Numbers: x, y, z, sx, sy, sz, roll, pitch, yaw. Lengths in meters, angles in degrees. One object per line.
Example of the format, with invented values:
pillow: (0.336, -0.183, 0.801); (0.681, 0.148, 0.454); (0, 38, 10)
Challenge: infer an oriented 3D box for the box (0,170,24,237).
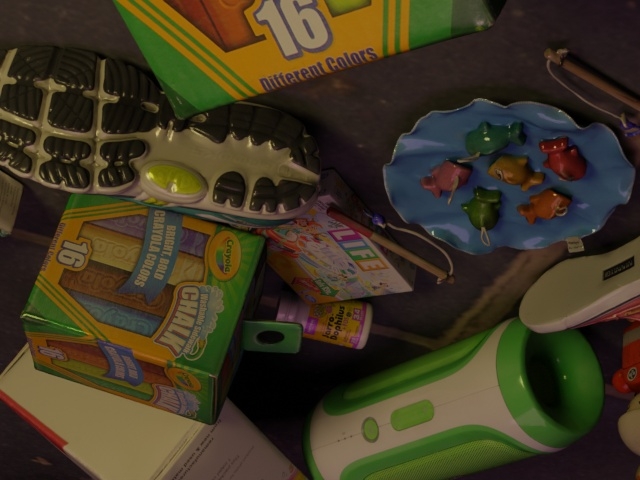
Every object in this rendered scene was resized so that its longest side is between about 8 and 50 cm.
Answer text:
box: (-0.443, -0.044, 1.294); (0.322, 0.058, 0.232); (-15, 142, 36)

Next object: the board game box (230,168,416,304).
board game box: (0.000, 0.000, 1.273); (0.103, 0.026, 0.154); (-9, 144, 28)

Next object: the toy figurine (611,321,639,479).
toy figurine: (0.356, 0.150, 1.304); (0.213, 0.148, 0.209); (1, 148, 13)

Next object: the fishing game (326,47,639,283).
fishing game: (0.139, -0.037, 1.143); (0.189, 0.041, 0.264); (29, 138, -31)

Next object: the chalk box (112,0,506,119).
chalk box: (-0.029, -0.235, 0.694); (0.180, 0.179, 0.289); (-14, 118, 34)

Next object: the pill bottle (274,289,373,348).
pill bottle: (0.002, 0.068, 1.369); (0.083, 0.043, 0.043); (12, 149, -5)

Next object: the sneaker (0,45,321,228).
sneaker: (-0.137, -0.061, 1.144); (0.275, 0.107, 0.110); (17, 162, -7)

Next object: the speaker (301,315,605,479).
speaker: (0.115, 0.161, 1.414); (0.131, 0.131, 0.296); (29, 144, -29)

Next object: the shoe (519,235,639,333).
shoe: (0.250, 0.047, 1.244); (0.081, 0.063, 0.178); (35, 137, -28)

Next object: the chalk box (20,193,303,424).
chalk box: (-0.121, 0.062, 1.272); (0.213, 0.132, 0.132); (17, 154, 4)

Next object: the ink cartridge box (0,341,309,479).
ink cartridge box: (-0.138, 0.211, 1.482); (0.226, 0.131, 0.306); (28, 165, 36)
